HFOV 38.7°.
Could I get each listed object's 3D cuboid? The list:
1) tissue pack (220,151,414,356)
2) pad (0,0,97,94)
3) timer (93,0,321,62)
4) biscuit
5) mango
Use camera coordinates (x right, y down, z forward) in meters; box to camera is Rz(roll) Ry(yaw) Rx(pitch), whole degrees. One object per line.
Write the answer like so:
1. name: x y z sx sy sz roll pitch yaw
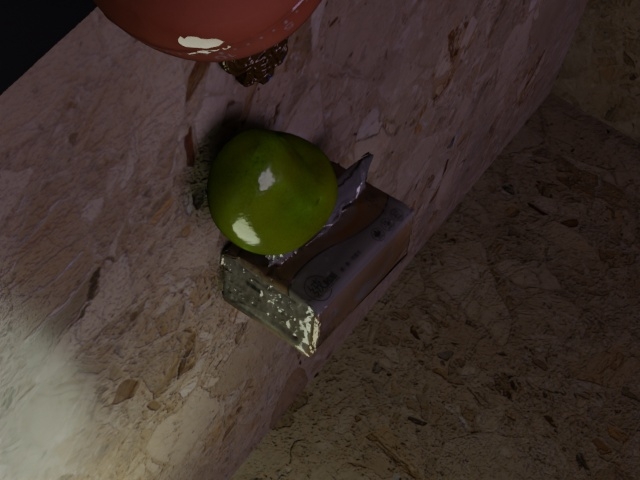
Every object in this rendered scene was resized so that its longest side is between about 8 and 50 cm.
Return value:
1. tissue pack: 0.000 0.000 1.589 0.305 0.238 0.238 -43 160 -34
2. pad: -0.272 -0.211 0.769 0.300 0.005 0.202 -50 162 -19
3. timer: -0.094 -0.265 0.755 0.229 0.229 0.215 -58 173 6
4. biscuit: -0.079 -0.261 1.189 0.124 0.026 0.175 -54 164 -3
5. mango: -0.079 -0.070 1.343 0.185 0.149 0.273 -57 156 13
